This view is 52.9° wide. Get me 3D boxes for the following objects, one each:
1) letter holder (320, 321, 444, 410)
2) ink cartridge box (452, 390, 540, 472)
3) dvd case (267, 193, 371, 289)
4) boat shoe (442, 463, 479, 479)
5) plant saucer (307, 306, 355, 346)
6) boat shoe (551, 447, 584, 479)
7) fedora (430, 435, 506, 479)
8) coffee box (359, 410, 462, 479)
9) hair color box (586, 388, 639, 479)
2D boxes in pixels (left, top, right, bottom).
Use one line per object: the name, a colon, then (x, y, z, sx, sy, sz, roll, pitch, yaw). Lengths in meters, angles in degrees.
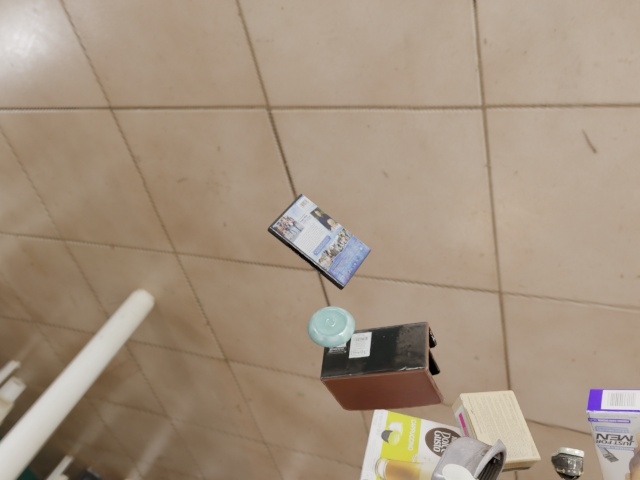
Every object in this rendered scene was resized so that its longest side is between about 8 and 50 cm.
letter holder: (0.183, 0.365, 1.818, 0.302, 0.152, 0.214, -10, 136, 21)
ink cartridge box: (0.538, 0.591, 1.990, 0.193, 0.234, 0.088, 0, 139, -15)
dvd case: (0.000, 0.000, 1.727, 0.253, 0.180, 0.022, 39, 135, 1)
boat shoe: (0.296, 0.482, 1.257, 0.125, 0.046, 0.038, 20, 150, 34)
plant saucer: (0.025, 0.207, 1.587, 0.119, 0.119, 0.021, 14, 143, 20)
boat shoe: (0.661, 0.608, 1.727, 0.081, 0.068, 0.228, 5, 155, 19)
fedora: (0.379, 0.620, 1.707, 0.124, 0.275, 0.243, 26, 128, 33)
coffee box: (0.290, 0.810, 2.080, 0.334, 0.337, 0.338, 12, 120, 8)
hair color box: (0.919, 0.602, 1.907, 0.185, 0.110, 0.338, -8, 117, 33)
